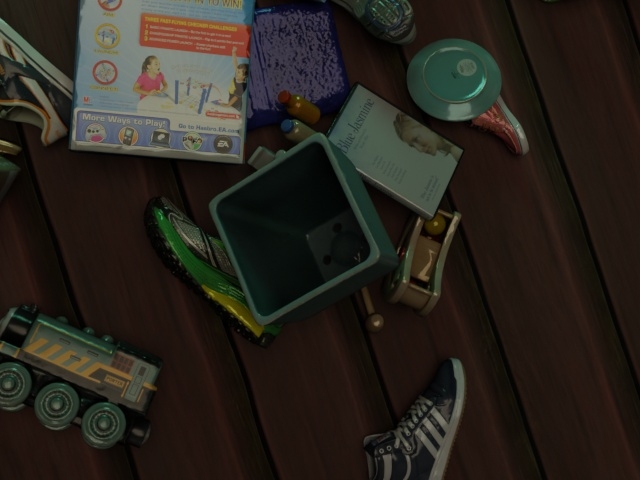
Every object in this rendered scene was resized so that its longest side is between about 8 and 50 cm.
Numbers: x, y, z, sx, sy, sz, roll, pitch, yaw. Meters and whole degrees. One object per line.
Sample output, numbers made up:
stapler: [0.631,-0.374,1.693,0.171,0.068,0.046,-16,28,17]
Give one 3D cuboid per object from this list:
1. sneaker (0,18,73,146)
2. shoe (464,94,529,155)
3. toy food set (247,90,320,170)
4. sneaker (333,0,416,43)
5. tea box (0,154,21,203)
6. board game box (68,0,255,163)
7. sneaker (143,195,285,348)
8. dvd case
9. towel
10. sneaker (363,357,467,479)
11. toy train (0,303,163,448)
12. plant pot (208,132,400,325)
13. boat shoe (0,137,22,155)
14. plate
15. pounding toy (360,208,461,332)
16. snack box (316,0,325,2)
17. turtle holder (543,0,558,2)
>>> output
sneaker: [-0.569,-0.304,1.692,0.321,0.126,0.127,41,75,-7]
shoe: [0.338,-0.234,1.878,0.081,0.063,0.178,-29,86,-9]
toy food set: [-0.082,-0.154,1.737,0.232,0.104,0.111,-51,56,9]
sneaker: [0.073,-0.475,1.826,0.111,0.129,0.297,-42,74,9]
tea box: [-0.742,-0.064,1.576,0.323,0.220,0.329,32,92,-5]
board game box: [-0.282,-0.296,1.681,0.308,0.086,0.302,4,91,-14]
sneaker: [-0.187,0.039,1.747,0.343,0.134,0.146,44,74,-13]
dvd case: [0.137,-0.171,1.777,0.253,0.022,0.180,31,60,-6]
towel: [-0.110,-0.328,1.805,0.308,0.076,0.228,-14,96,-11]
sneaker: [0.175,0.349,1.791,0.153,0.099,0.282,16,87,-10]
toy train: [-0.442,0.244,1.681,0.333,0.142,0.190,24,70,-6]
plant pot: [0.000,0.000,1.674,0.247,0.252,0.248,-30,70,17]
boat shoe: [-0.620,-0.169,1.713,0.153,0.056,0.048,10,94,-8]
plate: [0.263,-0.322,1.856,0.188,0.024,0.188,-1,68,2]
pounding toy: [0.149,0.046,1.778,0.154,0.154,0.270,23,82,-8]
snack box: [-0.001,-0.614,1.792,0.187,0.060,0.322,22,80,35]
turtle holder: [0.511,-0.590,1.845,0.243,0.227,0.320,-30,91,-11]
